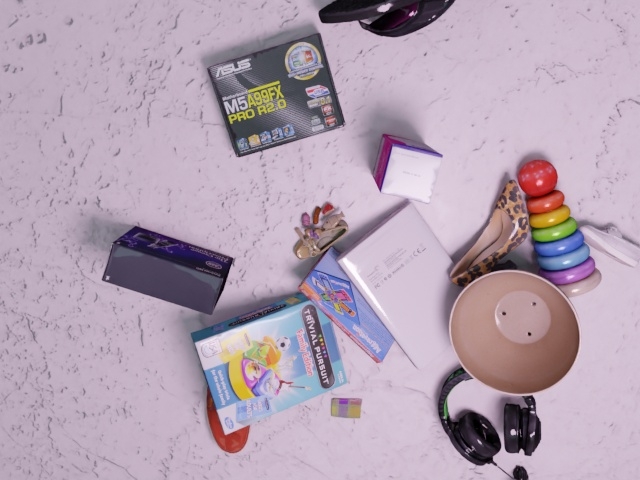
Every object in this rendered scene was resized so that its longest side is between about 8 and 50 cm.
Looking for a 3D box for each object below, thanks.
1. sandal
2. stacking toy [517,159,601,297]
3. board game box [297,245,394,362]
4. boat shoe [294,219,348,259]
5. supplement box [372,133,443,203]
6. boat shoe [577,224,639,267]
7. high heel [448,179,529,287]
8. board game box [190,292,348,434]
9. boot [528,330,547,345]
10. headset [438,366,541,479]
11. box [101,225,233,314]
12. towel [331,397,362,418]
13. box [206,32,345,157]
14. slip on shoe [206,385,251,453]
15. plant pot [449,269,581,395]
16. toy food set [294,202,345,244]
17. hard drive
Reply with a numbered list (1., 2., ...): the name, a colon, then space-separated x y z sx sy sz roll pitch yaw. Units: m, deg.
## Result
1. sandal: 0.219 -0.511 1.261 0.445 0.167 0.107 -14 123 4
2. stacking toy: 0.559 -0.035 1.405 0.141 0.141 0.330 -20 101 6
3. board game box: 0.084 0.160 1.465 0.281 0.145 0.027 45 146 -11
4. boat shoe: 0.001 0.001 1.456 0.153 0.048 0.056 -28 104 8
5. supplement box: 0.189 -0.167 1.320 0.111 0.220 0.114 13 107 -3
6. boat shoe: 0.718 0.001 1.447 0.184 0.066 0.063 29 90 -5
7. high heel: 0.396 -0.010 1.404 0.186 0.093 0.261 -10 114 -19
8. board game box: -0.122 0.296 1.465 0.336 0.079 0.254 -19 106 -16
9. boot: 0.569 0.298 1.531 0.137 0.077 0.198 34 116 -13
10. headset: 0.471 0.502 1.557 0.243 0.185 0.394 -22 94 23
11. box: -0.357 0.067 1.406 0.261 0.184 0.103 18 105 -5
12. towel: 0.072 0.458 1.603 0.083 0.009 0.060 2 106 0
13. box: -0.098 -0.332 1.357 0.270 0.060 0.216 -15 105 4
14. slip on shoe: -0.248 0.424 1.549 0.123 0.101 0.331 0 106 -1
15. plant pot: 0.468 0.199 1.390 0.284 0.191 0.284 3 96 26
16. toy food set: -0.007 -0.049 1.441 0.122 0.019 0.078 -41 63 6
17. hard drive: 0.230 0.114 1.458 0.233 0.047 0.353 -38 102 -8
